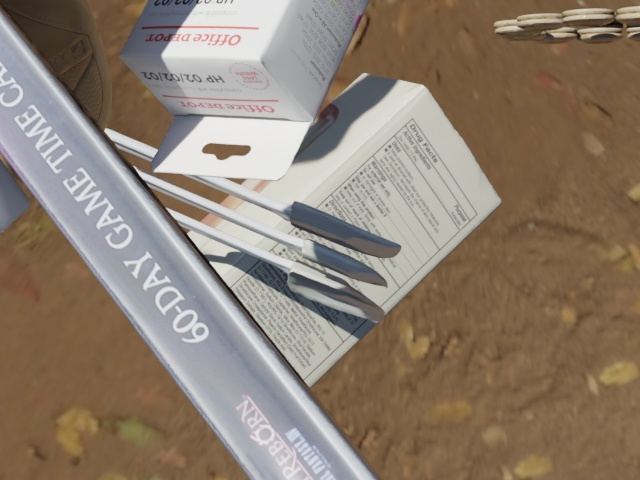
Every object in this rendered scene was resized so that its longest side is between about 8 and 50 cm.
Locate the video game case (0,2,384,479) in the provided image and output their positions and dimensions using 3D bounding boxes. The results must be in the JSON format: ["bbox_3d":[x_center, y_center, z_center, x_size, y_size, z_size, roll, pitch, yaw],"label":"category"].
[{"bbox_3d":[-0.032,0.023,0.447,0.026,0.196,0.274,-38,66,-3],"label":"video game case"}]

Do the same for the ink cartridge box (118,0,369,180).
[{"bbox_3d":[-0.039,-0.126,0.880,0.104,0.181,0.061,5,151,37],"label":"ink cartridge box"}]

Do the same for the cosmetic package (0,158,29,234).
[{"bbox_3d":[-0.312,0.009,0.494,0.385,0.156,0.217,-24,106,26],"label":"cosmetic package"}]

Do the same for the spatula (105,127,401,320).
[{"bbox_3d":[-0.057,-0.009,1.208,0.242,0.168,0.019,22,72,6],"label":"spatula"}]

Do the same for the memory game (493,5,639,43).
[{"bbox_3d":[0.219,-0.157,1.158,0.186,0.186,0.012,-1,92,3],"label":"memory game"}]

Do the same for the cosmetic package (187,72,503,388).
[{"bbox_3d":[0.000,0.000,1.442,0.296,0.129,0.153,-42,116,-12],"label":"cosmetic package"}]

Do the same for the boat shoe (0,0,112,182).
[{"bbox_3d":[-0.176,-0.156,0.787,0.092,0.103,0.285,29,145,31],"label":"boat shoe"}]
